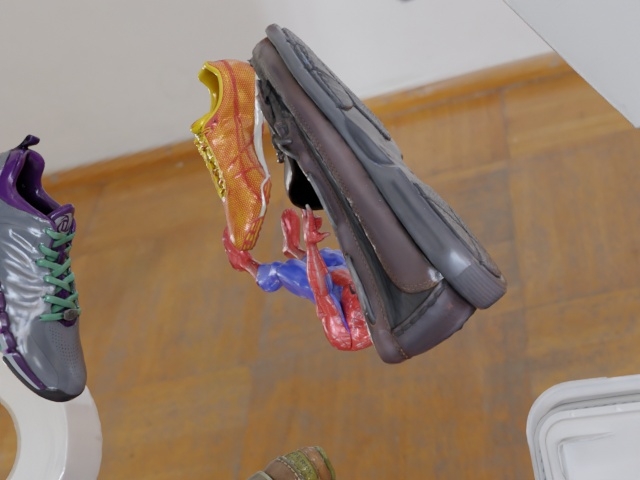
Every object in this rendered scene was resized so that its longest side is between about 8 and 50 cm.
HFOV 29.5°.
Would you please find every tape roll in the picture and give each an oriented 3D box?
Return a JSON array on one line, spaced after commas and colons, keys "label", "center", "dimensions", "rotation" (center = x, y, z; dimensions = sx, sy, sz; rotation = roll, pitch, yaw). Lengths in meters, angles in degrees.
[{"label": "tape roll", "center": [-0.434, 0.271, 1.584], "dimensions": [0.286, 0.100, 0.286], "rotation": [-4, 78, 16]}]

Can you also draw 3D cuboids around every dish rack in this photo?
[{"label": "dish rack", "center": [0.362, 0.262, 1.130], "dimensions": [0.333, 0.285, 0.072], "rotation": [-11, -1, 24]}]

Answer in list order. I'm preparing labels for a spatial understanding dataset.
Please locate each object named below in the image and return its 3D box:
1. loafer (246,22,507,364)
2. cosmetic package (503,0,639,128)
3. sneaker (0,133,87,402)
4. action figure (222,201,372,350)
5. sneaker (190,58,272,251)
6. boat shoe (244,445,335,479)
[{"label": "loafer", "center": [0.010, -0.042, 0.843], "dimensions": [0.095, 0.109, 0.302], "rotation": [-44, 49, 11]}, {"label": "cosmetic package", "center": [0.187, -0.196, 0.747], "dimensions": [0.138, 0.224, 0.225], "rotation": [-48, -13, 22]}, {"label": "sneaker", "center": [-0.239, 0.025, 1.033], "dimensions": [0.098, 0.223, 0.083], "rotation": [-27, -4, 25]}, {"label": "action figure", "center": [0.000, 0.000, 0.989], "dimensions": [0.091, 0.139, 0.280], "rotation": [-17, 24, -21]}, {"label": "sneaker", "center": [-0.081, -0.073, 1.056], "dimensions": [0.067, 0.064, 0.175], "rotation": [0, 71, -21]}, {"label": "boat shoe", "center": [-0.018, 0.363, 1.492], "dimensions": [0.104, 0.307, 0.111], "rotation": [-34, 59, -23]}]
